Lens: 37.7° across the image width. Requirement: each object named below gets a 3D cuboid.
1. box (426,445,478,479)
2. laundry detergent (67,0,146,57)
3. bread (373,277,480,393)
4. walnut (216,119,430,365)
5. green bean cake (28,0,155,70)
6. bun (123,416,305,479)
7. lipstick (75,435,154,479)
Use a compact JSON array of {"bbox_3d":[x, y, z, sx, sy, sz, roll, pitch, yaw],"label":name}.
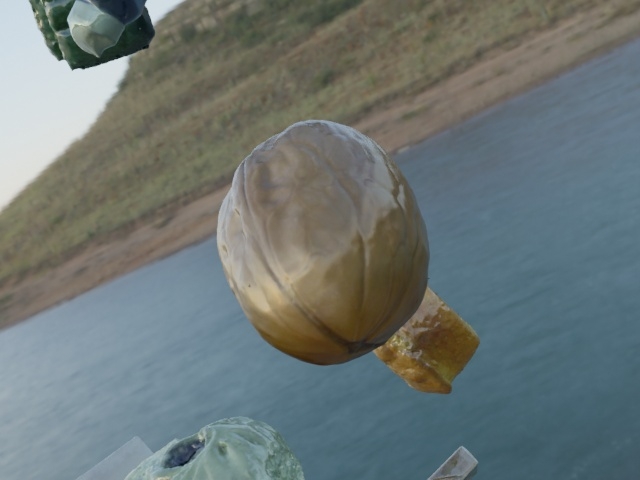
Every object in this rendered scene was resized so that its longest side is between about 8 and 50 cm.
[{"bbox_3d":[0.157,0.544,1.777,0.365,0.051,0.204,-43,-20,-7],"label":"box"},{"bbox_3d":[-0.243,-0.379,1.215,0.289,0.094,0.143,-65,-10,-1],"label":"laundry detergent"},{"bbox_3d":[0.138,0.126,1.376,0.143,0.229,0.139,-48,8,-3],"label":"bread"},{"bbox_3d":[0.000,0.000,0.745,0.167,0.167,0.207,-25,51,6],"label":"walnut"},{"bbox_3d":[-0.407,-0.455,1.513,0.169,0.307,0.300,-21,28,-11],"label":"green bean cake"},{"bbox_3d":[-0.127,0.264,0.933,0.221,0.108,0.221,-27,29,16],"label":"bun"},{"bbox_3d":[-0.376,0.410,1.333,0.080,0.076,0.371,-46,-8,37],"label":"lipstick"}]
